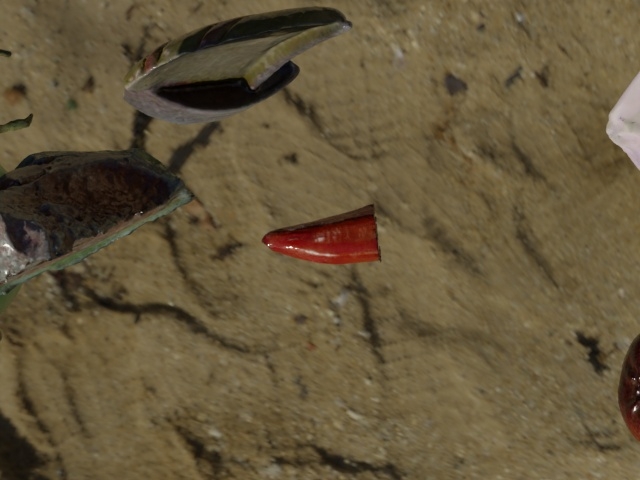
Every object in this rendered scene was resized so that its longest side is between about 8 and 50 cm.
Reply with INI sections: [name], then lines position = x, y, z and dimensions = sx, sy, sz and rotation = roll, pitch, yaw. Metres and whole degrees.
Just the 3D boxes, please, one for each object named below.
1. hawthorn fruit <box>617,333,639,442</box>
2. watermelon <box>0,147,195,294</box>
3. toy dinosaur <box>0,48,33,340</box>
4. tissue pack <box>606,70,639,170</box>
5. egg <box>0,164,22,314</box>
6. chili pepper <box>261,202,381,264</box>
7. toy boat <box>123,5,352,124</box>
[hawthorn fruit]
position = 0.466, 0.185, 1.572
dimensions = 0.169, 0.188, 0.169
rotation = -18, 68, 54
[watermelon]
position = -0.163, -0.012, 0.716
dimensions = 0.187, 0.139, 0.071
rotation = -27, 95, -11
[toy dinosaur]
position = -0.313, -0.078, 0.941
dimensions = 0.206, 0.113, 0.327
rotation = -43, 99, -3
[tissue pack]
position = 0.244, -0.071, 0.423
dimensions = 0.124, 0.225, 0.185
rotation = 58, 135, 36
[egg]
position = -0.403, 0.002, 1.231
dimensions = 0.220, 0.269, 0.220
rotation = 3, 98, 19
[chili pepper]
position = 0.000, -0.005, 1.799
dimensions = 0.168, 0.065, 0.088
rotation = -4, 55, 3
[toy boat]
position = -0.132, -0.243, 1.691
dimensions = 0.276, 0.293, 0.111
rotation = -12, 80, -18
